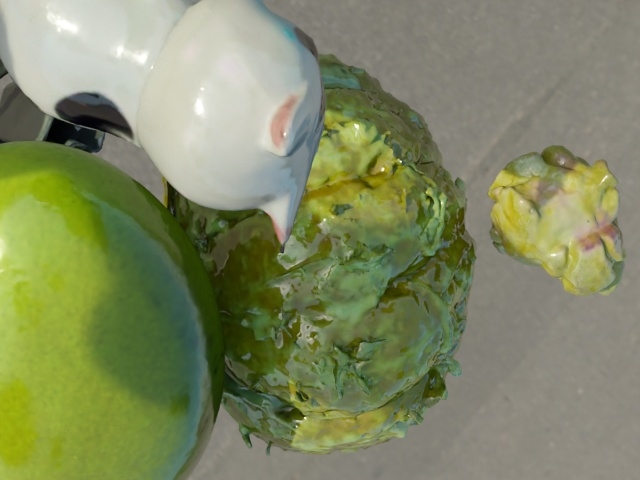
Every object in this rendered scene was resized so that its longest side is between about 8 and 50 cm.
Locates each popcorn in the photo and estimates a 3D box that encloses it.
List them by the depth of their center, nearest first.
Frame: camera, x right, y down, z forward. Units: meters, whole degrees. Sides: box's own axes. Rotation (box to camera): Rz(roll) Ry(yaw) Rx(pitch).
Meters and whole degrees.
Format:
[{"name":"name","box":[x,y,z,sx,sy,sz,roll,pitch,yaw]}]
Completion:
[{"name":"popcorn","box":[0.163,-0.013,0.936,0.109,0.097,0.089,28,82,-22]}]

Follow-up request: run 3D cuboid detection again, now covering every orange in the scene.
[{"name":"orange","box":[0.000,0.000,0.987,0.223,0.300,0.301,-17,149,-13]}]

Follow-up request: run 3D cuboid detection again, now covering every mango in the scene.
[{"name":"mango","box":[-0.147,0.072,0.823,0.185,0.149,0.273,5,123,-17]}]

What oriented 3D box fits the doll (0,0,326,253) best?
[{"name":"doll","box":[-0.073,-0.087,0.657,0.107,0.180,0.110,-56,166,-20]}]

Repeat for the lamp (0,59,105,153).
[{"name":"lamp","box":[-0.288,0.023,1.119,0.205,0.272,0.374,27,65,-35]}]
